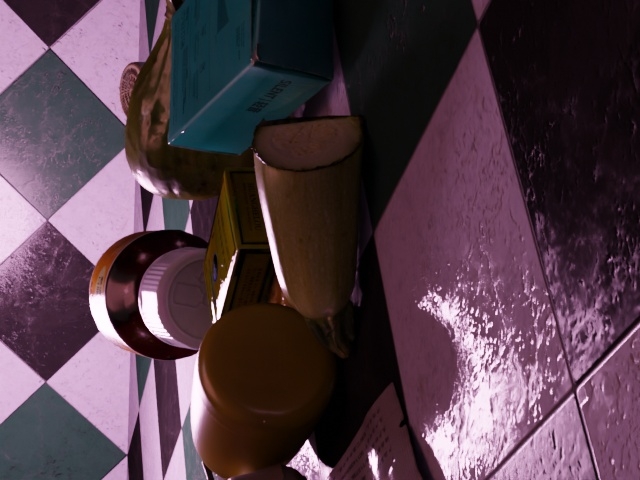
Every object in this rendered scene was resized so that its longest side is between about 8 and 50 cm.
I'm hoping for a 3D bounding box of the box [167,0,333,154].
[{"bbox_3d":[-0.097,-0.256,1.591,0.311,0.118,0.205,-31,57,59],"label":"box"}]

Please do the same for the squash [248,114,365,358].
[{"bbox_3d":[-0.012,0.001,1.389,0.137,0.137,0.287,-158,66,-73],"label":"squash"}]

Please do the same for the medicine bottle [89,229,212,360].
[{"bbox_3d":[-0.257,0.089,2.114,0.395,0.243,0.242,166,103,-66],"label":"medicine bottle"}]

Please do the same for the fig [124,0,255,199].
[{"bbox_3d":[-0.195,-0.196,1.830,0.314,0.233,0.233,97,166,-62],"label":"fig"}]

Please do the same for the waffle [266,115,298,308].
[{"bbox_3d":[-0.044,-0.022,1.635,0.248,0.055,0.221,-112,26,-54],"label":"waffle"}]

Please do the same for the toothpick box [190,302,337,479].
[{"bbox_3d":[-0.085,0.212,1.571,0.271,0.175,0.175,109,156,-58],"label":"toothpick box"}]

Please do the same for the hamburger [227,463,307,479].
[{"bbox_3d":[-0.047,0.416,1.469,0.227,0.152,0.295,104,166,-47],"label":"hamburger"}]

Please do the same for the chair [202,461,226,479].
[{"bbox_3d":[-0.105,0.398,1.799,0.095,0.104,0.221,-58,28,32],"label":"chair"}]

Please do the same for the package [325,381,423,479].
[{"bbox_3d":[0.054,0.307,1.276,0.204,0.062,0.250,-112,30,-53],"label":"package"}]

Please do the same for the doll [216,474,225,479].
[{"bbox_3d":[-0.140,0.319,1.987,0.114,0.057,0.227,128,149,-56],"label":"doll"}]

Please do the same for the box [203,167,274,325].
[{"bbox_3d":[-0.112,0.022,1.659,0.220,0.064,0.140,107,156,-51],"label":"box"}]

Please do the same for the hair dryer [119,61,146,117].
[{"bbox_3d":[-0.194,-0.269,2.079,0.357,0.173,0.107,0,94,56],"label":"hair dryer"}]
